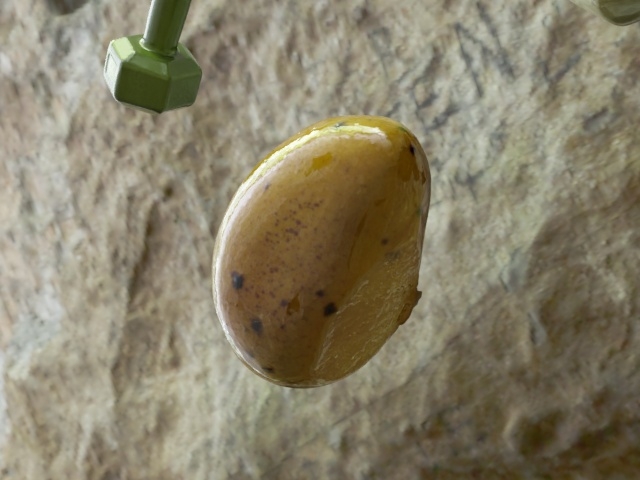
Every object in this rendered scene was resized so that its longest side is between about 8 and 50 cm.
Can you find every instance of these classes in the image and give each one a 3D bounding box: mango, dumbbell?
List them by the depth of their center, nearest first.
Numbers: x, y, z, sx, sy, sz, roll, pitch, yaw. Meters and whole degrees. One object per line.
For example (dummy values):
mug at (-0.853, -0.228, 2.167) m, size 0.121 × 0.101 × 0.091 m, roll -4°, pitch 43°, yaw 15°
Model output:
mango at (0.000, 0.000, 0.989) m, size 0.191 × 0.159 × 0.290 m, roll 48°, pitch -57°, yaw 28°
dumbbell at (-0.171, -0.297, 1.240) m, size 0.121 × 0.108 × 0.302 m, roll 57°, pitch -46°, yaw 45°

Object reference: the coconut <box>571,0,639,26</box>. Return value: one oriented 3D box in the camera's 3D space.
coconut at (0.328, -0.330, 1.105) m, size 0.224 × 0.224 × 0.224 m, roll 29°, pitch -50°, yaw 41°
